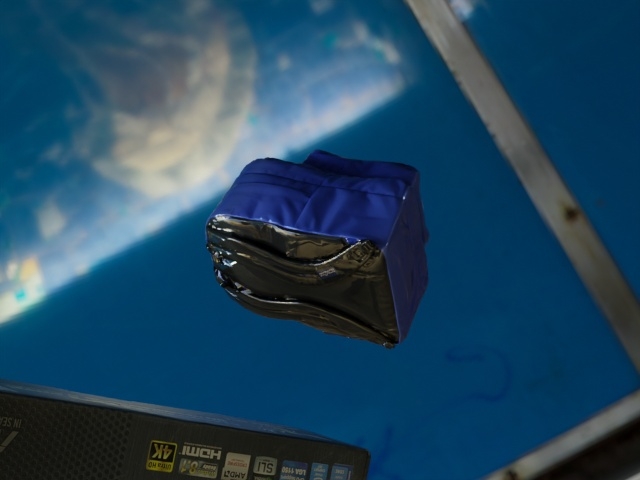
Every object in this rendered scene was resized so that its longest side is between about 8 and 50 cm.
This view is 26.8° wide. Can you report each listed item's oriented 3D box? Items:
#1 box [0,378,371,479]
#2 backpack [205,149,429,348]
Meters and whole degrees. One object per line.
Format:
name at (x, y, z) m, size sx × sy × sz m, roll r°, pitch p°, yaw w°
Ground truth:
box at (-0.094, 0.154, 0.529) m, size 0.233 × 0.183 × 0.059 m, roll 17°, pitch -6°, yaw -41°
backpack at (0.000, 0.000, 0.794) m, size 0.120 × 0.101 × 0.098 m, roll 7°, pitch -47°, yaw 21°
